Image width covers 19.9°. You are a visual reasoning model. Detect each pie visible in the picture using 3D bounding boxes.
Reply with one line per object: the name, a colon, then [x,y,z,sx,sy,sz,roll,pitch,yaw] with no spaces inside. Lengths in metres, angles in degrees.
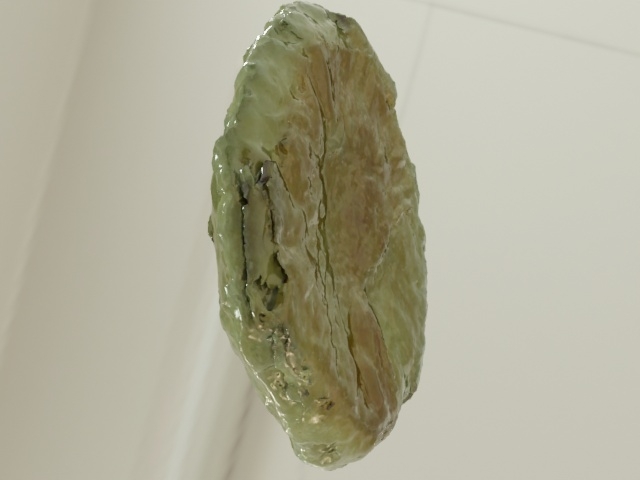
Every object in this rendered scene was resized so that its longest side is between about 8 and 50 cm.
pie: [0.000,0.000,1.178,0.306,0.071,0.306,34,-128,-58]
